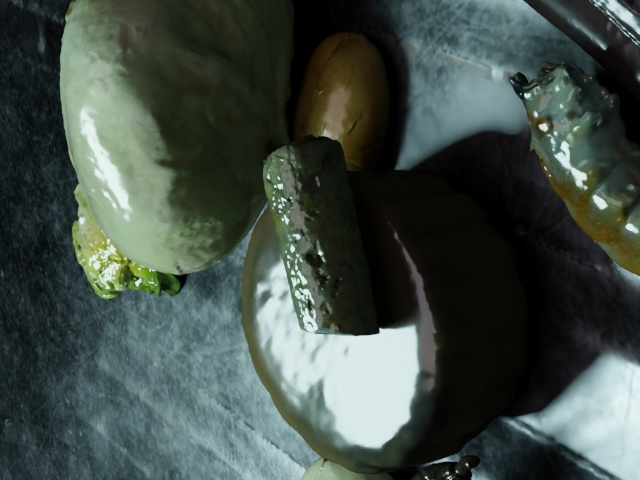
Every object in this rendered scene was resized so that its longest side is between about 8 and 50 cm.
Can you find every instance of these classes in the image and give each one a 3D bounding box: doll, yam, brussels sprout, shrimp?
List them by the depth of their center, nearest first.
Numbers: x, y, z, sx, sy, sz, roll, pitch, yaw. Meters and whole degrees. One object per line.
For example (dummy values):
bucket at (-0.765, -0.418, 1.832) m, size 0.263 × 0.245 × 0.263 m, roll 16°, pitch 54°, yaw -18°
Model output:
shrimp at (0.269, -0.039, 0.952) m, size 0.287 × 0.068 × 0.185 m, roll 25°, pitch 140°, yaw 54°
yam at (0.000, 0.000, 1.071) m, size 0.078 × 0.078 × 0.179 m, roll -15°, pitch 88°, yaw 51°
doll at (0.138, 0.257, 1.181) m, size 0.165 × 0.139 × 0.057 m, roll -26°, pitch 43°, yaw 52°
brussels sprout at (-0.254, -0.004, 1.606) m, size 0.139 × 0.100 × 0.181 m, roll -35°, pitch 71°, yaw 38°

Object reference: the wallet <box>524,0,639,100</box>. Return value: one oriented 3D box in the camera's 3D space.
wallet at (0.248, -0.221, 0.972) m, size 0.229 × 0.049 × 0.182 m, roll 49°, pitch 132°, yaw 27°

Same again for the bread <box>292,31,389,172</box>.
bread at (0.016, -0.120, 1.264) m, size 0.114 × 0.077 × 0.189 m, roll 27°, pitch 118°, yaw 39°

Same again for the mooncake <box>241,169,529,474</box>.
mooncake at (0.066, 0.072, 1.183) m, size 0.290 × 0.161 × 0.290 m, roll 13°, pitch 108°, yaw 47°

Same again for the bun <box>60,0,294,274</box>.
bun at (-0.130, -0.145, 1.294) m, size 0.213 × 0.361 × 0.361 m, roll 4°, pitch 105°, yaw 13°

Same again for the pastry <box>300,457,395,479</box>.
pastry at (0.037, 0.304, 1.337) m, size 0.156 × 0.092 × 0.156 m, roll 15°, pitch 111°, yaw 44°
